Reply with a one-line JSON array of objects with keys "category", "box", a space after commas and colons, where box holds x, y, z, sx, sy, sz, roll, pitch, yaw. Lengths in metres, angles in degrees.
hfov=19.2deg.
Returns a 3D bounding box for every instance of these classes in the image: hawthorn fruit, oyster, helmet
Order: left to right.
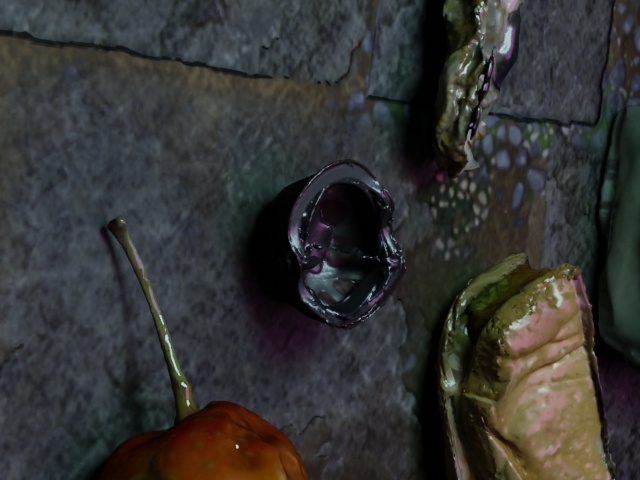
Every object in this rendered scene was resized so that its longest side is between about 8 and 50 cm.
[{"category": "hawthorn fruit", "box": [-0.088, 0.129, 1.201, 0.165, 0.165, 0.286, 1, 71, -50]}, {"category": "helmet", "box": [0.000, 0.000, 1.304, 0.098, 0.070, 0.123, -35, 118, -31]}, {"category": "oyster", "box": [0.133, -0.213, 1.440, 0.128, 0.078, 0.345, 41, 61, -68]}]

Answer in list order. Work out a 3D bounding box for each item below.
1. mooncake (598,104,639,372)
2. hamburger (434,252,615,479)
[{"category": "mooncake", "box": [0.350, 0.007, 1.674, 0.254, 0.136, 0.250, 8, 85, -51]}, {"category": "hamburger", "box": [0.150, 0.148, 1.481, 0.131, 0.124, 0.262, -19, 106, -28]}]
